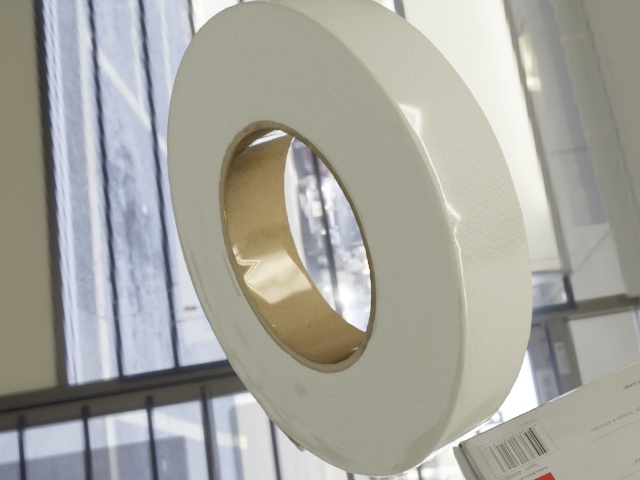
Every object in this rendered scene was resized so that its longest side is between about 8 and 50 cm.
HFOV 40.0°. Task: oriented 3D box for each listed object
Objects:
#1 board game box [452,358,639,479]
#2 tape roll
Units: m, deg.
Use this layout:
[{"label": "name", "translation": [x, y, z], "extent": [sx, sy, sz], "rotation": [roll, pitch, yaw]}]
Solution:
[{"label": "board game box", "translation": [0.217, 0.077, 0.260], "extent": [0.193, 0.305, 0.053], "rotation": [-116, -177, -56]}, {"label": "tape roll", "translation": [0.000, 0.000, 0.710], "extent": [0.392, 0.072, 0.392], "rotation": [32, -48, 43]}]
